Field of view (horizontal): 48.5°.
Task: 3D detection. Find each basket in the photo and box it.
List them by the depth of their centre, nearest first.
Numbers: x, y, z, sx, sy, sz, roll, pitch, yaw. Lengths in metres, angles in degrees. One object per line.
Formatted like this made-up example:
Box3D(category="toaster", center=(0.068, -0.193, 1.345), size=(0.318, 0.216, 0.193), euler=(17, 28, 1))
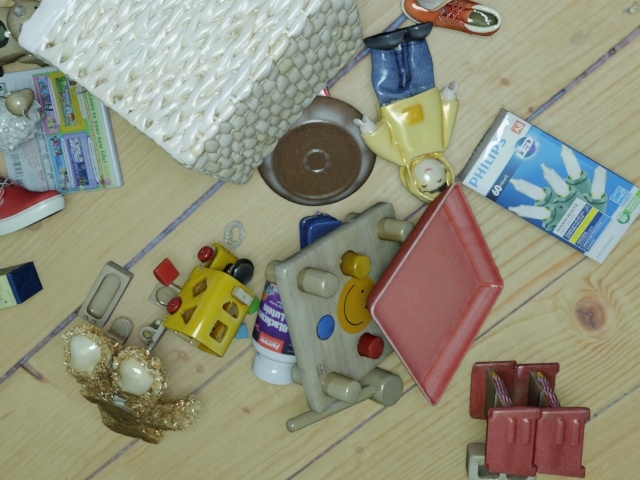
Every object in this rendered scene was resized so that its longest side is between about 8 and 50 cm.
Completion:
Box3D(category="basket", center=(-0.142, -0.273, 0.955), size=(0.266, 0.331, 0.328), euler=(40, 93, 5))

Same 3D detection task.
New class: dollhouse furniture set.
Box3D(category="dollhouse furniture set", center=(0.336, 0.408, 1.205), size=(0.152, 0.201, 0.373), euler=(1, 104, 4))
Box3D(category="dollhouse furniture set", center=(-0.336, 0.125, 1.219), size=(0.151, 0.123, 0.144), euler=(32, 105, -4))

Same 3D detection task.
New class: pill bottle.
Box3D(category="pill bottle", center=(-0.057, 0.141, 1.211), size=(0.108, 0.108, 0.193), euler=(15, 105, 0))

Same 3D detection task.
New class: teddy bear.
Box3D(category="teddy bear", center=(-0.319, 0.232, 1.188), size=(0.245, 0.113, 0.338), euler=(8, 147, 18))

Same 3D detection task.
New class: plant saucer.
Box3D(category="plant saucer", center=(0.177, 0.083, 1.106), size=(0.259, 0.048, 0.258), euler=(-54, 132, -25))
Box3D(category="plant saucer", center=(-0.007, -0.133, 1.140), size=(0.199, 0.036, 0.198), euler=(-1, 123, -2))

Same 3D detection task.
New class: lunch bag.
Box3D(category="lunch bag", center=(0.000, 0.000, 1.190), size=(0.067, 0.065, 0.098), euler=(-5, 104, -20))

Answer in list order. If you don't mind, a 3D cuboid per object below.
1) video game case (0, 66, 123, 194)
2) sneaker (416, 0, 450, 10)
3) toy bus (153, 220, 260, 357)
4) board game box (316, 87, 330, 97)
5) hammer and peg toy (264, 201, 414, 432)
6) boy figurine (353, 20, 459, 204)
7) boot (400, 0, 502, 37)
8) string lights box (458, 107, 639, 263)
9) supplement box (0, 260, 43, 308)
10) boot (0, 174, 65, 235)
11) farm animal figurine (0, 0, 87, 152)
Box3D(category="video game case", center=(-0.447, -0.183, 1.198), size=(0.194, 0.023, 0.212), euler=(-7, 103, 6))
Box3D(category="sneaker", center=(0.234, -0.468, 1.029), size=(0.321, 0.127, 0.126), euler=(-44, 69, -10))
Box3D(category="toy bus", center=(-0.158, 0.088, 1.152), size=(0.104, 0.191, 0.202), euler=(9, 110, 44))
Box3D(category="board game box", center=(-0.085, -0.231, 1.147), size=(0.194, 0.045, 0.146), euler=(-19, 103, 9))
Box3D(category="hammer and peg toy", center=(0.056, 0.150, 1.123), size=(0.127, 0.266, 0.361), euler=(11, 121, 43))
Box3D(category="boy figurine", center=(0.139, -0.185, 1.108), size=(0.177, 0.092, 0.285), euler=(-16, 107, -15))
Box3D(category="boot", center=(0.199, -0.347, 1.076), size=(0.158, 0.084, 0.059), euler=(14, 107, 2))
Box3D(category="string lights box", center=(0.368, -0.088, 1.134), size=(0.260, 0.076, 0.133), euler=(29, 106, -3))
Box3D(category="supplement box", center=(-0.550, 0.081, 1.244), size=(0.083, 0.083, 0.056), euler=(-13, 102, 9))
Box3D(category="boot", center=(-0.539, -0.098, 1.172), size=(0.244, 0.088, 0.176), euler=(-9, 102, 28))
Box3D(category="farm animal figurine", center=(-0.457, -0.340, 1.064), size=(0.327, 0.172, 0.330), euler=(-29, 96, 9))
